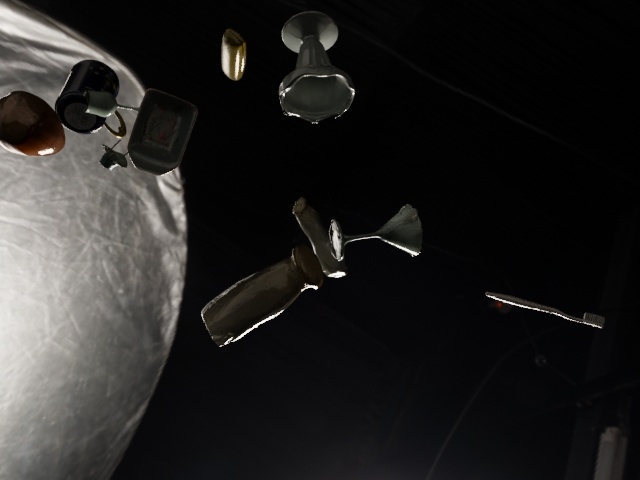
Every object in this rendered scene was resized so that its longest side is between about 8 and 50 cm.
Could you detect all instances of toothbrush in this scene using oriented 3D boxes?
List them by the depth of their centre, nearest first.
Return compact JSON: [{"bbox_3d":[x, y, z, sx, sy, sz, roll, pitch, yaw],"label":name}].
[{"bbox_3d":[0.581,0.172,1.421,0.025,0.308,0.029,49,55,-84],"label":"toothbrush"}]

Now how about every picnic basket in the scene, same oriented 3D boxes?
[{"bbox_3d":[-0.517,-0.217,1.385,0.083,0.083,0.065,-48,163,2],"label":"picnic basket"}]

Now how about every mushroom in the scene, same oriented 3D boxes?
[{"bbox_3d":[-0.176,0.162,1.518,0.408,0.137,0.154,-34,-179,17],"label":"mushroom"},{"bbox_3d":[0.000,-0.002,2.014,0.097,0.351,0.109,-19,-160,32],"label":"mushroom"}]

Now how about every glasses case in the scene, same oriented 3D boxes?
[{"bbox_3d":[-0.278,-0.588,1.756,0.064,0.079,0.234,-47,180,-16],"label":"glasses case"}]

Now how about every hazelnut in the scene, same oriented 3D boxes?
[{"bbox_3d":[-0.850,-0.328,1.597,0.176,0.214,0.214,-46,178,-14],"label":"hazelnut"}]

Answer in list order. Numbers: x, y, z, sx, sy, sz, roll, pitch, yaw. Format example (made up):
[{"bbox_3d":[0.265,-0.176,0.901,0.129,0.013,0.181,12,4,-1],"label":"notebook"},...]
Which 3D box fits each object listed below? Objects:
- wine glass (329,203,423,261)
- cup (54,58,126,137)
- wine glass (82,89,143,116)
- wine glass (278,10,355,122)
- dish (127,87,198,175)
[{"bbox_3d":[0.149,-0.015,1.515,0.156,0.233,0.155,171,-90,-78],"label":"wine glass"},{"bbox_3d":[-0.782,-0.483,1.939,0.178,0.255,0.256,-49,-149,30],"label":"cup"},{"bbox_3d":[-0.648,-0.426,1.736,0.196,0.079,0.079,0,134,-43],"label":"wine glass"},{"bbox_3d":[-0.013,-0.382,1.195,0.165,0.165,0.196,125,-36,-63],"label":"wine glass"},{"bbox_3d":[-0.466,-0.306,1.593,0.064,0.154,0.234,20,-90,67],"label":"dish"}]
